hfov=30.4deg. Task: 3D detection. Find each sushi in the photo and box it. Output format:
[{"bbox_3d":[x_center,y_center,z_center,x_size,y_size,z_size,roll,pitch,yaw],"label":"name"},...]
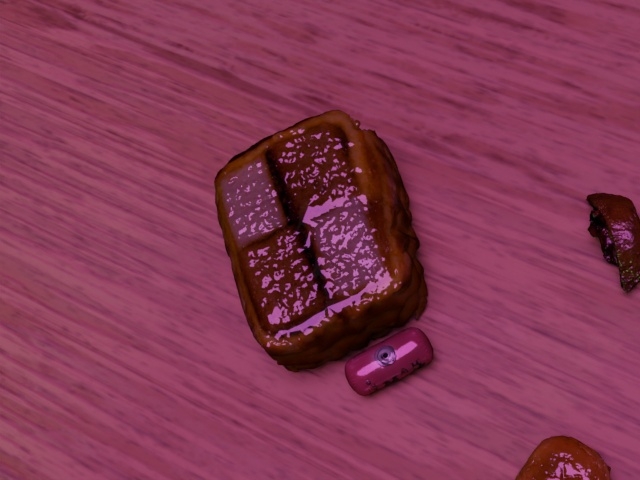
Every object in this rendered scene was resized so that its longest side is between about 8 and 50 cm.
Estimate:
[{"bbox_3d":[0.266,-0.006,1.055,0.047,0.050,0.099,-20,54,15],"label":"sushi"}]

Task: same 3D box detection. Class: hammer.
[{"bbox_3d":[0.062,0.110,1.071,0.083,0.043,0.043,-27,63,3],"label":"hammer"}]

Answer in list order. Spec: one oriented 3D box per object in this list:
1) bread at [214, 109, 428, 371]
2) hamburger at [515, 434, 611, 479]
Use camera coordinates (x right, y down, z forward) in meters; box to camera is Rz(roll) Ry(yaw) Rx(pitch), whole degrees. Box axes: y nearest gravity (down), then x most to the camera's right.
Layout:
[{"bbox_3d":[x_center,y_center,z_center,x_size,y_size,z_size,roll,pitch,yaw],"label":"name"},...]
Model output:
[{"bbox_3d":[0.000,0.000,1.107,0.181,0.096,0.222,-22,64,10],"label":"bread"},{"bbox_3d":[0.201,0.207,0.988,0.076,0.044,0.083,26,75,24],"label":"hamburger"}]
